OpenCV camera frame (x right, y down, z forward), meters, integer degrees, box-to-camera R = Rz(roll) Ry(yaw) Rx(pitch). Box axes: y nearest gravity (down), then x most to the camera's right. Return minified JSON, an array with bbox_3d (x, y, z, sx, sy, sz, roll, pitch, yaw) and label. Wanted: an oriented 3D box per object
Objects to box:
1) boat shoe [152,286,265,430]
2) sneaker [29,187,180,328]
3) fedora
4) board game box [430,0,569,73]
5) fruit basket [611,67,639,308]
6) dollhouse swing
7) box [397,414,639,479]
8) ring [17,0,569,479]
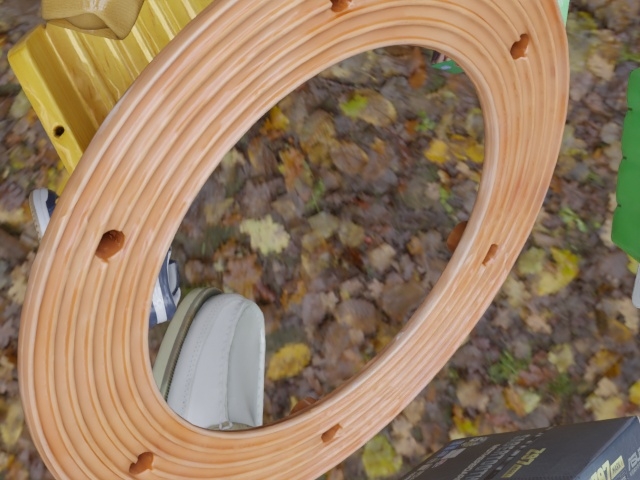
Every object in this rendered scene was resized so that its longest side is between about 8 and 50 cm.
[{"bbox_3d":[-0.058,0.172,0.737,0.103,0.113,0.302,-4,63,20],"label":"boat shoe"},{"bbox_3d":[-0.275,0.021,1.467,0.153,0.282,0.099,-20,139,-13],"label":"sneaker"},{"bbox_3d":[-0.238,-0.258,1.185,0.194,0.194,0.079,11,85,-9],"label":"fedora"},{"bbox_3d":[0.245,-0.385,1.463,0.046,0.213,0.317,13,83,-31],"label":"board game box"},{"bbox_3d":[0.446,-0.054,1.073,0.165,0.353,0.327,-4,103,-34],"label":"fruit basket"},{"bbox_3d":[-0.190,-0.223,1.264,0.346,0.305,0.315,-30,87,11],"label":"dollhouse swing"},{"bbox_3d":[0.132,0.208,0.882,0.183,0.232,0.059,-14,94,38],"label":"box"},{"bbox_3d":[0.000,0.000,0.562,0.336,0.032,0.337,-29,139,-30],"label":"ring"}]
